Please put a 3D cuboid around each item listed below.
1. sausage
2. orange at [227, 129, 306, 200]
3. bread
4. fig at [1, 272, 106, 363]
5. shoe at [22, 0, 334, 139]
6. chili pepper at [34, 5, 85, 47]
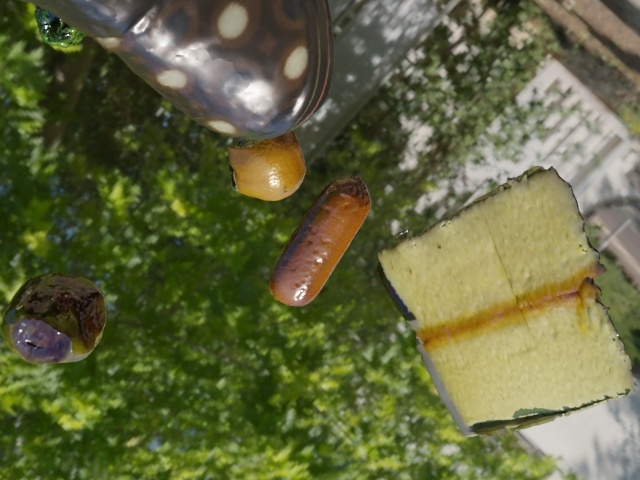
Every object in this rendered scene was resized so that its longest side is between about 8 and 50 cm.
[{"bbox_3d":[0.000,0.000,1.287,0.076,0.197,0.076,29,-161,-11],"label":"sausage"},{"bbox_3d":[-0.093,-0.137,1.590,0.156,0.134,0.156,58,167,21],"label":"orange"},{"bbox_3d":[0.235,0.106,1.255,0.345,0.242,0.405,62,-177,-2],"label":"bread"},{"bbox_3d":[-0.404,0.120,1.470,0.144,0.154,0.166,50,155,-14],"label":"fig"},{"bbox_3d":[-0.143,-0.231,0.754,0.237,0.171,0.383,-40,-67,-45],"label":"shoe"},{"bbox_3d":[-0.276,-0.261,1.158,0.122,0.065,0.279,29,-156,9],"label":"chili pepper"}]
